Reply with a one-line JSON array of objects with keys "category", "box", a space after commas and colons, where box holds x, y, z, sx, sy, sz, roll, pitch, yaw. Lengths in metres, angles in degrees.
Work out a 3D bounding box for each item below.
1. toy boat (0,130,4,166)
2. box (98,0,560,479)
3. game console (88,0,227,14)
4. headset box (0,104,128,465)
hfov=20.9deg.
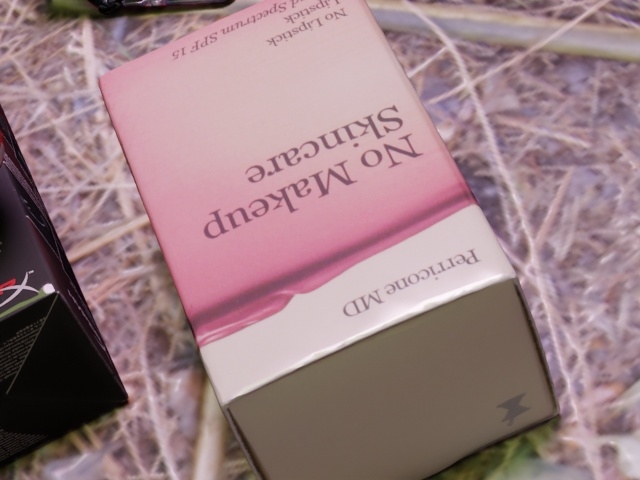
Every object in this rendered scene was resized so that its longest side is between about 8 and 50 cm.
[{"category": "toy boat", "box": [-0.249, 0.009, 0.819, 0.231, 0.151, 0.151, -33, 82, -7]}, {"category": "box", "box": [0.000, 0.000, 0.871, 0.149, 0.127, 0.232, -25, 50, -1]}, {"category": "game console", "box": [-0.114, -0.224, 1.112, 0.085, 0.124, 0.144, -23, 44, 36]}, {"category": "headset box", "box": [-0.263, 0.006, 0.965, 0.218, 0.110, 0.293, -28, 51, -4]}]
